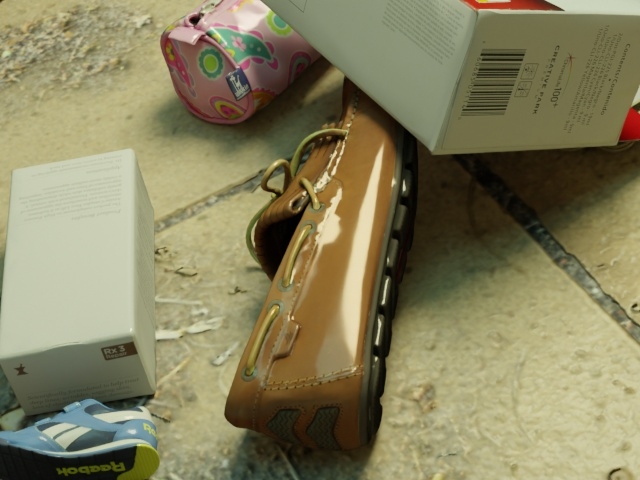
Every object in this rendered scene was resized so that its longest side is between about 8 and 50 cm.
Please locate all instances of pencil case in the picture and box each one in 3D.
[{"bbox_3d":[-0.034,-0.233,1.628,0.124,0.124,0.284,23,54,33],"label":"pencil case"}]

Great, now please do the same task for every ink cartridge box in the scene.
[{"bbox_3d":[0.135,-0.206,1.452,0.271,0.130,0.309,-4,34,-35],"label":"ink cartridge box"}]

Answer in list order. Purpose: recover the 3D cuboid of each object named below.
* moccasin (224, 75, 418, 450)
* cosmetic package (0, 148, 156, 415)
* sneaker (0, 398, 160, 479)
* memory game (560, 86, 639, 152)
[{"bbox_3d":[0.000,0.002,1.378,0.147,0.139,0.380,6,56,8],"label":"moccasin"},{"bbox_3d":[-0.204,0.032,1.426,0.117,0.085,0.231,-10,45,5],"label":"cosmetic package"},{"bbox_3d":[-0.196,0.159,1.316,0.144,0.053,0.059,-1,45,1],"label":"sneaker"},{"bbox_3d":[0.258,-0.143,1.537,0.186,0.012,0.186,-8,44,7],"label":"memory game"}]
